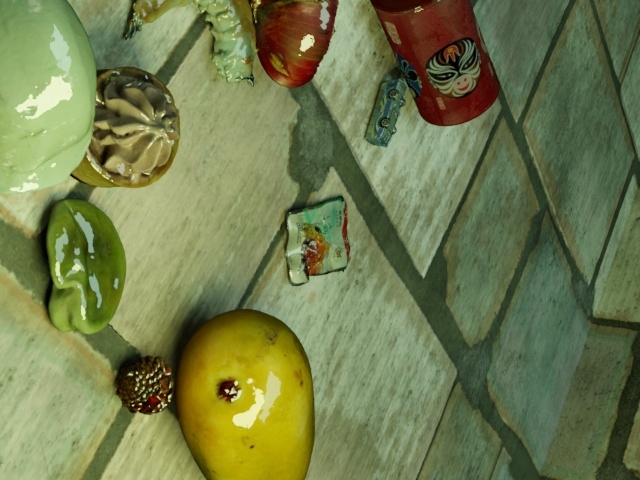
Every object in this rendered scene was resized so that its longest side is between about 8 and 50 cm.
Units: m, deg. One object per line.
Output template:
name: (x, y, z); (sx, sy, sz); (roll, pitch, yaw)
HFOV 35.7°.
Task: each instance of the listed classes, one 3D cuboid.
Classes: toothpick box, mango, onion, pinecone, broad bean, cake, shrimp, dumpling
toothpick box: (0.261, -0.444, 2.231); (0.204, 0.204, 0.333); (-60, 139, -30)
mango: (-0.119, 0.312, 1.775); (0.445, 0.232, 0.300); (77, 13, -50)
onion: (-0.046, -0.404, 1.805); (0.248, 0.161, 0.248); (13, 90, -86)
pinecone: (-0.288, 0.240, 1.648); (0.109, 0.102, 0.102); (85, 21, -75)
broad bean: (-0.360, 0.039, 1.525); (0.153, 0.072, 0.206); (-5, 99, -61)
cake: (-0.283, -0.169, 1.515); (0.208, 0.178, 0.185); (28, 71, -56)
shrimp: (-0.199, -0.384, 1.693); (0.287, 0.068, 0.185); (16, 83, -54)
dumpling: (-0.418, -0.228, 1.310); (0.320, 0.270, 0.212); (65, 16, -2)

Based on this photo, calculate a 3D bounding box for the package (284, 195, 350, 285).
package: (0.000, 0.000, 2.068); (0.232, 0.040, 0.166); (-14, 106, -55)

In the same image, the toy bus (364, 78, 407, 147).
toy bus: (0.146, -0.284, 2.211); (0.051, 0.061, 0.153); (34, 69, -54)
